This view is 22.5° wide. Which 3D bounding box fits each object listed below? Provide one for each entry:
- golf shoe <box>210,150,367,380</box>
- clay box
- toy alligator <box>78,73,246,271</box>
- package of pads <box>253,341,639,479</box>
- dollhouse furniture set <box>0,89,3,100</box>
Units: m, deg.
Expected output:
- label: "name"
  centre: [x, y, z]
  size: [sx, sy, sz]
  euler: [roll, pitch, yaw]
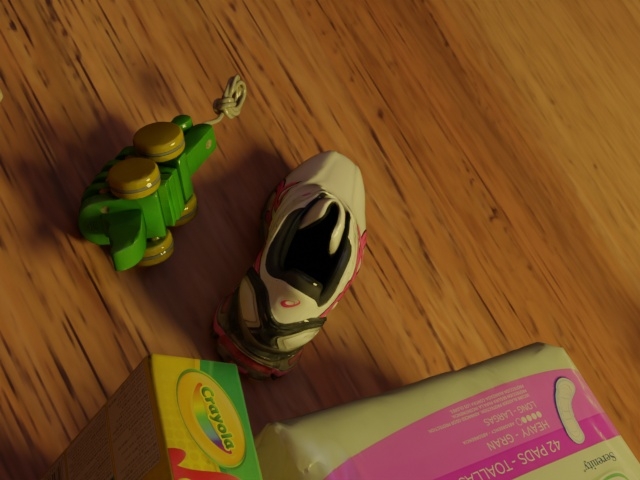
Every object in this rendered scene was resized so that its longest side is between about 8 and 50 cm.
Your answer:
- label: "golf shoe"
  centre: [0.000, 0.000, 0.940]
  size: [0.067, 0.086, 0.186]
  euler: [33, 38, -10]
- label: "clay box"
  centre: [-0.064, 0.176, 0.690]
  size: [0.053, 0.127, 0.222]
  euler: [9, 50, -34]
- label: "toy alligator"
  centre: [-0.097, -0.043, 0.928]
  size: [0.051, 0.056, 0.189]
  euler: [4, 36, 18]
- label: "package of pads"
  centre: [0.107, 0.208, 0.828]
  size: [0.229, 0.101, 0.296]
  euler: [-12, 64, -44]
- label: "dollhouse furniture set"
  centre: [-0.217, -0.096, 0.621]
  size: [0.152, 0.374, 0.201]
  euler: [-24, 73, -44]
